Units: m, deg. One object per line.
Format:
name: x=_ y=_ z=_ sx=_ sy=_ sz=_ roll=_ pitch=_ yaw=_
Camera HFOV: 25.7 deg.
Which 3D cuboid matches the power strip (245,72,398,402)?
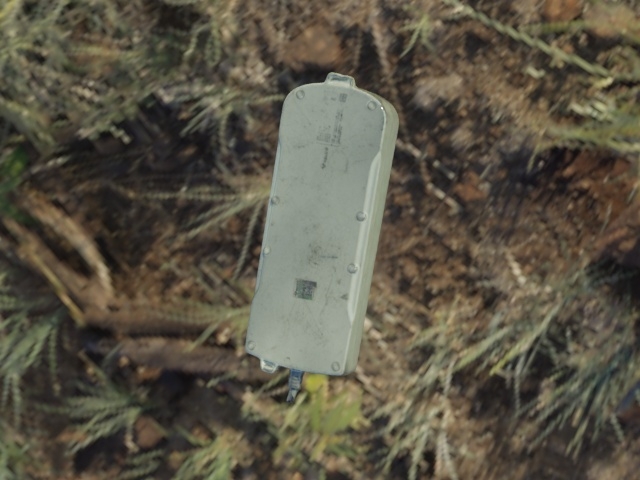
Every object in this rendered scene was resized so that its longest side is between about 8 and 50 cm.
power strip: x=0.000 y=0.000 z=0.954 sx=0.080 sy=0.029 sz=0.226 roll=12 pitch=95 yaw=26
